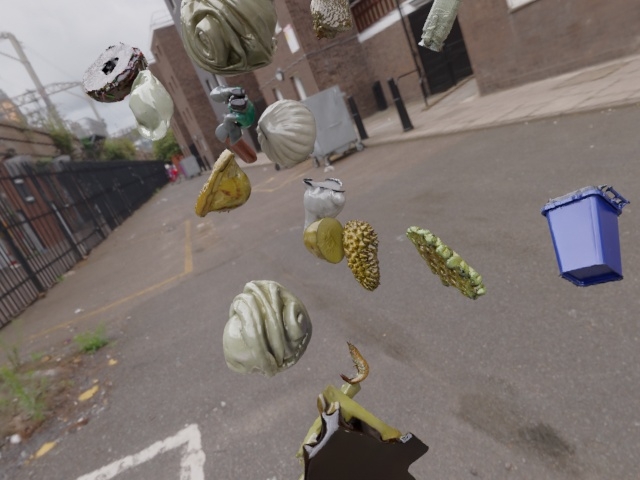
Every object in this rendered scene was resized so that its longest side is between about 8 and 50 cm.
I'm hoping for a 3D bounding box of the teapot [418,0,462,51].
[{"bbox_3d":[0.355,-0.659,1.262,0.077,0.200,0.107,28,32,12],"label":"teapot"}]

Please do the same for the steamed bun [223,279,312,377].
[{"bbox_3d":[-0.166,0.325,1.555,0.248,0.352,0.338,6,73,26],"label":"steamed bun"}]

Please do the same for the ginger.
[{"bbox_3d":[0.086,0.612,1.214,0.359,0.412,0.211,8,2,-17],"label":"ginger"}]

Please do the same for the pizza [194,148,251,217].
[{"bbox_3d":[-0.253,-0.159,1.251,0.081,0.204,0.188,37,26,21],"label":"pizza"}]

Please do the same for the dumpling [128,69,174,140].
[{"bbox_3d":[-0.598,-0.452,1.513,0.180,0.251,0.132,-31,-8,29],"label":"dumpling"}]

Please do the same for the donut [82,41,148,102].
[{"bbox_3d":[-0.766,-0.625,1.626,0.270,0.103,0.269,-11,61,19],"label":"donut"}]

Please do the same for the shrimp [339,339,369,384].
[{"bbox_3d":[0.090,0.357,1.267,0.091,0.126,0.025,-21,-2,-12],"label":"shrimp"}]

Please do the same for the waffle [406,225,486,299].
[{"bbox_3d":[0.406,0.065,1.426,0.073,0.317,0.297,-41,3,-2],"label":"waffle"}]

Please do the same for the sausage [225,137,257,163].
[{"bbox_3d":[-0.361,-0.421,1.973,0.077,0.194,0.077,-19,49,24],"label":"sausage"}]

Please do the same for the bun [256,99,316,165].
[{"bbox_3d":[-0.160,-0.418,1.657,0.263,0.262,0.175,-10,-5,38],"label":"bun"}]

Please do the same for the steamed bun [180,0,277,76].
[{"bbox_3d":[-0.306,-0.688,1.455,0.325,0.309,0.219,-3,46,1],"label":"steamed bun"}]

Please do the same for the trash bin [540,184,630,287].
[{"bbox_3d":[0.712,-0.012,1.149,0.184,0.163,0.234,-27,47,50],"label":"trash bin"}]

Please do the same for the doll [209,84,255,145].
[{"bbox_3d":[-0.299,-0.454,1.468,0.153,0.194,0.258,1,-27,-10],"label":"doll"}]

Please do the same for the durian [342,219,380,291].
[{"bbox_3d":[0.185,0.044,1.818,0.112,0.340,0.191,-17,-26,31],"label":"durian"}]

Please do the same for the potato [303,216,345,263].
[{"bbox_3d":[0.000,0.000,1.834,0.158,0.203,0.178,-3,55,47],"label":"potato"}]

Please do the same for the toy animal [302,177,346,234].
[{"bbox_3d":[0.002,-0.104,1.993,0.194,0.356,0.257,0,24,-19],"label":"toy animal"}]

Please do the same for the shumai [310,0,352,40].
[{"bbox_3d":[0.028,-0.682,1.335,0.146,0.145,0.116,-28,-4,-18],"label":"shumai"}]
